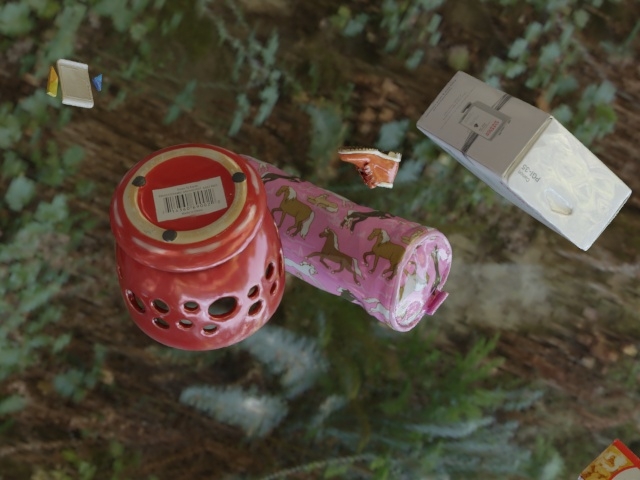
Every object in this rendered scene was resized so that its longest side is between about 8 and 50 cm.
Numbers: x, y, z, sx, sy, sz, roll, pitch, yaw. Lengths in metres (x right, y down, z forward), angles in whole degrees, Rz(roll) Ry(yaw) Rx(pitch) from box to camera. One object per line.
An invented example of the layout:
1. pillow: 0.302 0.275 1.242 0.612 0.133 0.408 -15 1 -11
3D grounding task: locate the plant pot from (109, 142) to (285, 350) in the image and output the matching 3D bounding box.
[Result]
1. plant pot: -0.138 -0.002 1.284 0.174 0.191 0.191 86 13 -51

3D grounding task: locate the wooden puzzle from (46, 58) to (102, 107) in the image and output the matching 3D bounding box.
1. wooden puzzle: -0.395 -0.251 1.858 0.014 0.116 0.079 -13 -106 33

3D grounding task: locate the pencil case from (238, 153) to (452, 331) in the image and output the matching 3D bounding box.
1. pencil case: 0.000 0.000 1.693 0.167 0.386 0.160 -10 117 -55

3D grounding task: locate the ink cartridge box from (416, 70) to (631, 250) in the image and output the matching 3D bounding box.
1. ink cartridge box: 0.302 -0.124 1.749 0.117 0.207 0.283 -52 -150 4

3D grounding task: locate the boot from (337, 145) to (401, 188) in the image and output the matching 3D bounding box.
1. boot: 0.099 -0.153 2.420 0.059 0.157 0.085 17 -84 55

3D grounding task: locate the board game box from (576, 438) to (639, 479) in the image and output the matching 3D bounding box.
1. board game box: 0.271 0.256 0.891 0.045 0.193 0.147 -39 159 -17
